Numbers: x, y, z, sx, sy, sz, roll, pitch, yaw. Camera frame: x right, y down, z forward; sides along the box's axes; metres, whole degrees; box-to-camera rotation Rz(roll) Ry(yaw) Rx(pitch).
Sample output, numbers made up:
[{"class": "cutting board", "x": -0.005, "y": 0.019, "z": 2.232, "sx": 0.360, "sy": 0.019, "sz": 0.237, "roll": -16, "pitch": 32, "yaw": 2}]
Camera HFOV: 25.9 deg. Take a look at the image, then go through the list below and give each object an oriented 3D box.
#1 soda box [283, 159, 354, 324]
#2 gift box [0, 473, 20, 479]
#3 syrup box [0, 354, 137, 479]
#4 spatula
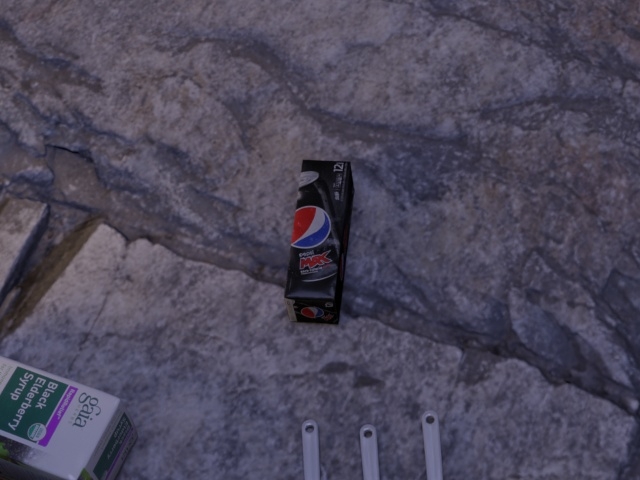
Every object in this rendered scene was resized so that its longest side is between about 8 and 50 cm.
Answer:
[{"class": "soda box", "x": 0.000, "y": 0.000, "z": 1.448, "sx": 0.053, "sy": 0.060, "sz": 0.169, "roll": 2, "pitch": 60, "yaw": 8}, {"class": "gift box", "x": -0.389, "y": 0.295, "z": 1.209, "sx": 0.258, "sy": 0.276, "sz": 0.255, "roll": 17, "pitch": 75, "yaw": 11}, {"class": "syrup box", "x": -0.307, "y": 0.174, "z": 1.355, "sx": 0.237, "sy": 0.096, "sz": 0.093, "roll": 17, "pitch": 62, "yaw": 16}, {"class": "spatula", "x": 0.056, "y": 0.276, "z": 1.306, "sx": 0.168, "sy": 0.019, "sz": 0.242, "roll": -7, "pitch": 58, "yaw": 8}]
